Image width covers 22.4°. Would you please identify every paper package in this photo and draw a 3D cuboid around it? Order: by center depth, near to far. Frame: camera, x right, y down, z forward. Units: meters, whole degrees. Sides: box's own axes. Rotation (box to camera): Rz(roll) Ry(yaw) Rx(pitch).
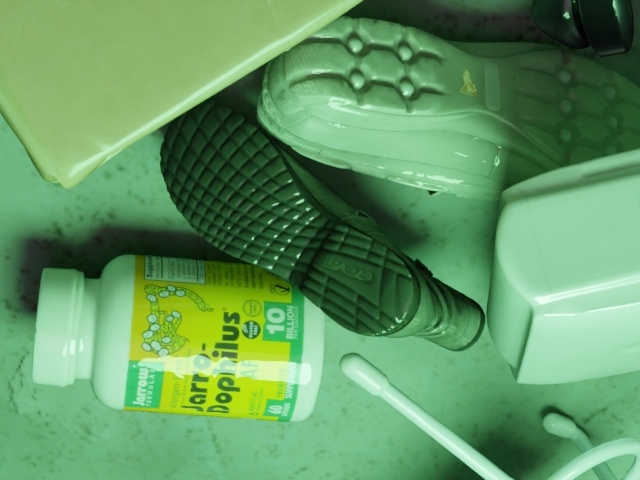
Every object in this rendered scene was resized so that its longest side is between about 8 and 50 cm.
[{"bbox_3d":[-0.106,-0.247,0.917,0.309,0.168,0.325,-31,103,2],"label":"paper package"}]

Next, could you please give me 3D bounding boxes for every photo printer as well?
[{"bbox_3d":[0.243,0.020,1.134,0.256,0.107,0.307,-12,165,0],"label":"photo printer"}]

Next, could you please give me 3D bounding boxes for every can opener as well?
[{"bbox_3d":[0.168,-0.214,1.105,0.073,0.059,0.186,-6,114,29],"label":"can opener"}]

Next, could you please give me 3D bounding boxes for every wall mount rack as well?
[{"bbox_3d":[0.073,0.223,1.259,0.304,0.130,0.350,18,122,-48],"label":"wall mount rack"}]

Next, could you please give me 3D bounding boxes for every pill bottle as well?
[{"bbox_3d":[-0.107,0.071,1.209,0.208,0.118,0.118,5,120,-8],"label":"pill bottle"}]

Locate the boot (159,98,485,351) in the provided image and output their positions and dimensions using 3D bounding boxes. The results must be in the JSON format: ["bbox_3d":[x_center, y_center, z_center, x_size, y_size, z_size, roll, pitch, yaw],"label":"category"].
[{"bbox_3d":[0.000,0.000,1.179,0.083,0.246,0.161,-53,157,7],"label":"boot"}]

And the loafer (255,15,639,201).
[{"bbox_3d":[0.110,-0.083,1.158,0.319,0.112,0.111,14,155,-18],"label":"loafer"}]
